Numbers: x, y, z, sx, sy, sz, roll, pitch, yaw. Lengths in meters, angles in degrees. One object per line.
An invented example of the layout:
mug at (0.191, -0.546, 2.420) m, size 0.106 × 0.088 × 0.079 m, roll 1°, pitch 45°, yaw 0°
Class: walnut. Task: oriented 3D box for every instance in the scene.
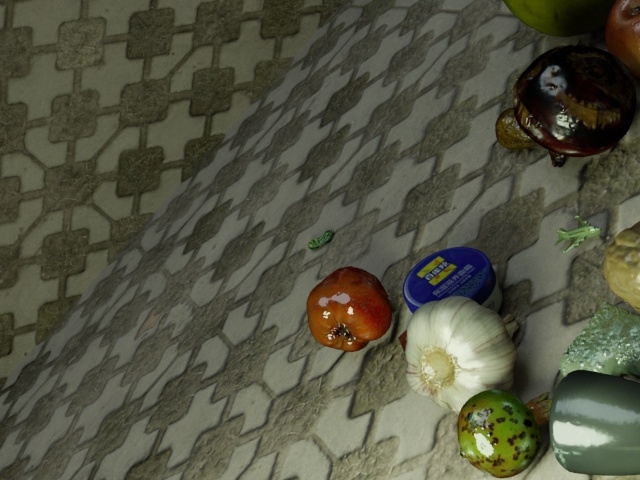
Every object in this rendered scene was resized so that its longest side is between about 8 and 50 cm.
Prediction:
walnut at (0.625, 0.051, 1.516) m, size 0.198 × 0.198 × 0.245 m, roll -51°, pitch 35°, yaw -8°

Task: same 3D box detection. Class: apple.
apple at (0.769, -0.496, 2.010) m, size 0.210 × 0.173 × 0.234 m, roll -31°, pitch 34°, yaw 25°

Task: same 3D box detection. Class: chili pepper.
chili pepper at (0.000, 0.000, 2.522) m, size 0.091 × 0.030 × 0.034 m, roll -33°, pitch 7°, yaw 17°

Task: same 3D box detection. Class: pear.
pear at (0.649, -0.699, 2.238) m, size 0.413 × 0.352 × 0.352 m, roll 10°, pitch 61°, yaw 42°

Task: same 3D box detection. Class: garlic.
garlic at (0.311, 0.212, 1.738) m, size 0.253 × 0.245 × 0.245 m, roll -23°, pitch 12°, yaw -39°

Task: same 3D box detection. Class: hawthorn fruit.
hawthorn fruit at (0.075, 0.147, 2.099) m, size 0.207 × 0.207 × 0.243 m, roll -28°, pitch 30°, yaw 29°

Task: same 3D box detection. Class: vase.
vase at (0.542, 0.304, 1.353) m, size 0.321 × 0.173 × 0.173 m, roll -1°, pitch 52°, yaw 43°

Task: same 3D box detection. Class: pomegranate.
pomegranate at (0.344, 0.344, 1.567) m, size 0.205 × 0.159 × 0.159 m, roll -25°, pitch 27°, yaw -13°

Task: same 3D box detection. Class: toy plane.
toy plane at (0.552, -0.014, 1.831) m, size 0.111 × 0.040 × 0.102 m, roll -7°, pitch 49°, yaw 47°

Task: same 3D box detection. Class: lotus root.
lotus root at (0.523, -0.282, 2.147) m, size 0.191 × 0.095 × 0.108 m, roll 6°, pitch 92°, yaw 48°

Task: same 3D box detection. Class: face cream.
face cream at (0.293, 0.119, 1.895) m, size 0.206 × 0.111 × 0.206 m, roll -18°, pitch 33°, yaw 12°

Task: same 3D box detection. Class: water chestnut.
water chestnut at (0.571, -0.298, 1.973) m, size 0.300 × 0.300 × 0.300 m, roll -32°, pitch 33°, yaw 23°

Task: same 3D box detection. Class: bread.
bread at (0.545, 0.187, 1.574) m, size 0.232 × 0.064 × 0.172 m, roll -21°, pitch 40°, yaw 34°

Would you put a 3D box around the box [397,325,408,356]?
box at (0.242, 0.242, 1.916) m, size 0.115 × 0.036 × 0.177 m, roll -39°, pitch 31°, yaw 13°
